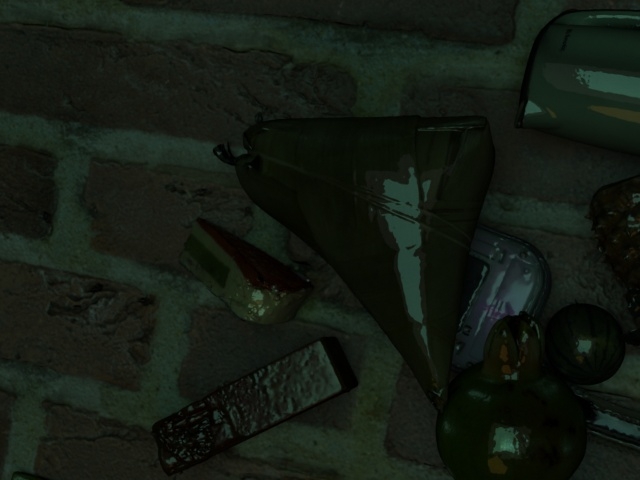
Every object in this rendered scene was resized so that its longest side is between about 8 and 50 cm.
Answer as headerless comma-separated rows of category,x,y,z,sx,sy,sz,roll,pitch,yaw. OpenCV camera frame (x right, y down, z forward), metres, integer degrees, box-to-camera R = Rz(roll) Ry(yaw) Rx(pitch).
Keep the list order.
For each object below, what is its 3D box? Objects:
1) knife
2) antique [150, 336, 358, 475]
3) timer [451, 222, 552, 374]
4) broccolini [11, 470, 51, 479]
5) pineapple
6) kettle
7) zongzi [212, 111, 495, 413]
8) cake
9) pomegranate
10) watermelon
knife,0.412,0.246,1.265,0.365,0.043,0.089,20,90,15
antique,-0.104,0.244,1.372,0.310,0.093,0.087,-27,79,11
timer,0.210,0.082,1.309,0.191,0.069,0.208,22,89,23
broccolini,-0.379,0.407,1.456,0.239,0.054,0.051,21,105,18
pineapple,0.449,0.065,1.224,0.170,0.141,0.310,-17,88,-17
kettle,0.409,-0.219,1.257,0.255,0.165,0.240,13,59,20
zongzi,0.000,0.000,1.283,0.447,0.181,0.418,4,77,22
cake,-0.130,0.049,1.383,0.220,0.117,0.086,30,99,14
pomegranate,0.257,0.229,1.189,0.190,0.159,0.240,29,101,-3
watermelon,0.353,0.129,1.264,0.105,0.105,0.133,-10,48,13
